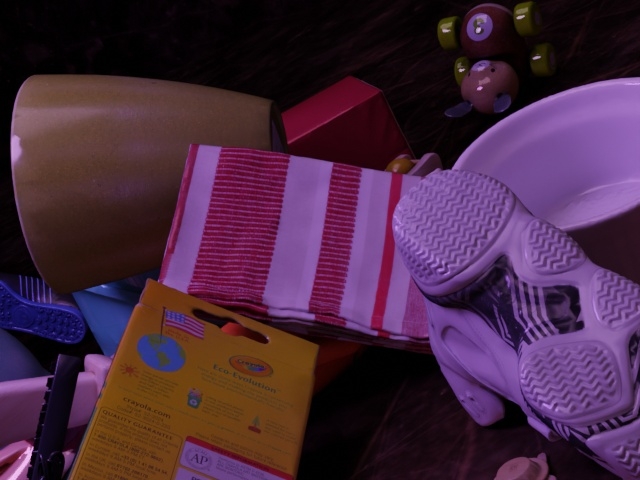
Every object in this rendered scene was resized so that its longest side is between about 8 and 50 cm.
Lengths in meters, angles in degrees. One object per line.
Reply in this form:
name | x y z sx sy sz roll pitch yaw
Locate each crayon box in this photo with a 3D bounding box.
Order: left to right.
crayon box | -0.119 0.186 1.317 0.318 0.202 0.081 -76 11 -55

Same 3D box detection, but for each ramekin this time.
ramekin | 0.278 -0.037 1.399 0.277 0.135 0.277 -19 29 11

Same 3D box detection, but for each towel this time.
towel | 0.000 0.000 1.510 0.329 0.037 0.237 9 51 0

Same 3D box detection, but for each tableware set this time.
tableware set | 0.138 0.233 1.156 0.168 0.020 0.141 -28 18 8

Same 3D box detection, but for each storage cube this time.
storage cube | 0.019 -0.100 1.928 0.193 0.184 0.215 -30 17 -3

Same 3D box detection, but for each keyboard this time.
keyboard | -0.276 0.265 1.318 0.201 0.033 0.317 163 118 -75

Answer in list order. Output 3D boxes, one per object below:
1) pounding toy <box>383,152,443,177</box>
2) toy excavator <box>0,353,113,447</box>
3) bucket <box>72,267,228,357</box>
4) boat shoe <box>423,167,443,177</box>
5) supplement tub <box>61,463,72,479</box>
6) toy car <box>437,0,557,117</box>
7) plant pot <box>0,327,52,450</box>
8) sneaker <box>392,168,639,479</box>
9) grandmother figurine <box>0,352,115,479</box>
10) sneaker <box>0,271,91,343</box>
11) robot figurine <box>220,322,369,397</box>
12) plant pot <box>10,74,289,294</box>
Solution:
pounding toy | 0.025 -0.023 1.776 0.269 0.154 0.155 -38 20 -24
toy excavator | -0.437 0.286 1.464 0.222 0.433 0.445 16 83 66
bucket | -0.229 0.040 1.949 0.281 0.183 0.281 -27 19 10
boat shoe | 0.057 -0.031 1.653 0.277 0.096 0.098 -14 -12 -42
supplement tub | -0.174 0.237 1.416 0.144 0.144 0.200 -20 21 27
toy car | 0.251 -0.251 2.073 0.155 0.149 0.188 -6 40 30
plant pot | -0.554 0.210 1.982 0.293 0.196 0.293 -26 19 10
sneaker | 0.207 0.106 1.212 0.137 0.210 0.366 -35 53 -11
grandmother figurine | -0.346 0.262 1.694 0.342 0.104 0.208 -41 30 -21
sneaker | -0.456 0.097 2.180 0.232 0.081 0.090 21 22 10
robot figurine | -0.028 0.114 1.549 0.219 0.128 0.158 -38 -15 -21
plant pot | -0.191 -0.087 1.695 0.293 0.275 0.275 -7 22 7
